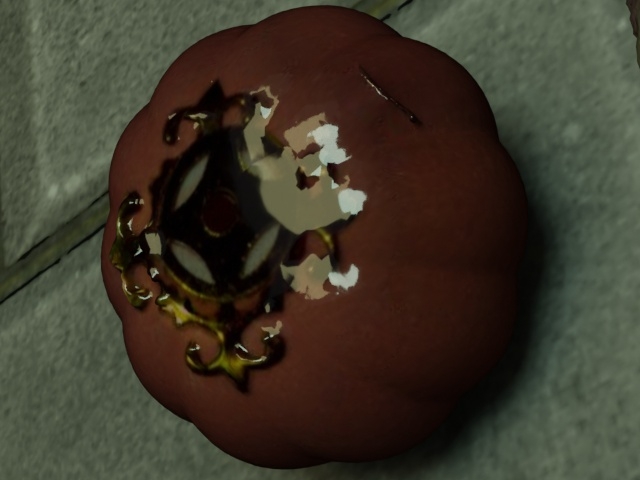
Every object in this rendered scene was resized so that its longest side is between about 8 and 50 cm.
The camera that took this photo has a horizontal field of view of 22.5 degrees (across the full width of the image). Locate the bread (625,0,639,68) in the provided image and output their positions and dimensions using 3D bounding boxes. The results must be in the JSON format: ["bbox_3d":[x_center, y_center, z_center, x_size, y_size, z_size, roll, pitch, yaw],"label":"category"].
[{"bbox_3d":[0.187,-0.012,0.421,0.187,0.155,0.338,-25,54,31],"label":"bread"}]

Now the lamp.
[{"bbox_3d":[0.000,0.000,0.633,0.182,0.140,0.182,-3,85,36],"label":"lamp"}]
